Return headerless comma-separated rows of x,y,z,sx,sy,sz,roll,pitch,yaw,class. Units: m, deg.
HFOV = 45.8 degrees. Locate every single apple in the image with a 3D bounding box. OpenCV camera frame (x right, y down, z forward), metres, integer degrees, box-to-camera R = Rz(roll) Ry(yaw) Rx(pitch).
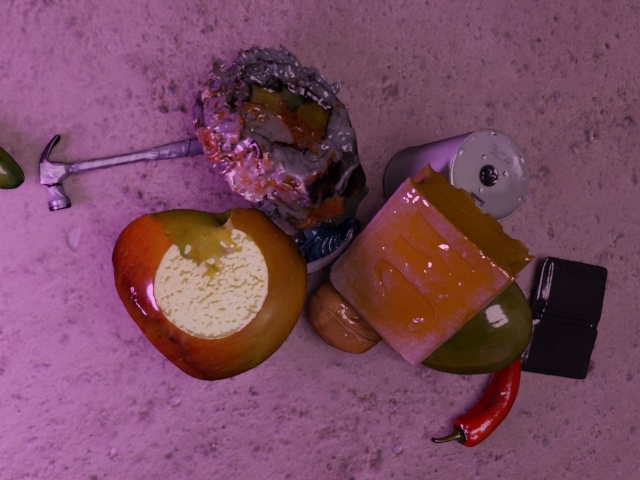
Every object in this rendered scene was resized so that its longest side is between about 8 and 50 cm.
-0.208,0.079,1.506,0.374,0.374,0.384,-42,124,-18,apple

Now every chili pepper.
0.429,0.405,1.955,0.137,0.092,0.368,38,68,0,chili pepper

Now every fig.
0.329,0.189,1.795,0.316,0.316,0.316,0,91,-24,fig

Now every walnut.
0.063,0.170,1.740,0.197,0.165,0.165,31,78,-13,walnut

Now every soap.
0.217,0.052,1.578,0.293,0.335,0.156,45,37,6,soap

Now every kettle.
0.298,-0.110,1.749,0.205,0.318,0.264,1,91,-25,kettle

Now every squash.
-0.695,-0.195,1.438,0.292,0.082,0.082,40,76,-18,squash

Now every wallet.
0.663,0.213,2.068,0.247,0.041,0.322,11,90,-23,wallet

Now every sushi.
-0.090,-0.225,1.608,0.418,0.176,0.417,23,48,-28,sushi

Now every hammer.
-0.375,-0.170,1.605,0.427,0.044,0.152,-12,95,-24,hammer

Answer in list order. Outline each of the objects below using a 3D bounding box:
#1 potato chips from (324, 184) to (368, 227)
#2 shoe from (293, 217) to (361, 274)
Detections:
0.043,-0.093,1.781,0.167,0.059,0.228,-34,104,-30,potato chips
0.000,0.000,1.698,0.106,0.207,0.091,56,32,-10,shoe
